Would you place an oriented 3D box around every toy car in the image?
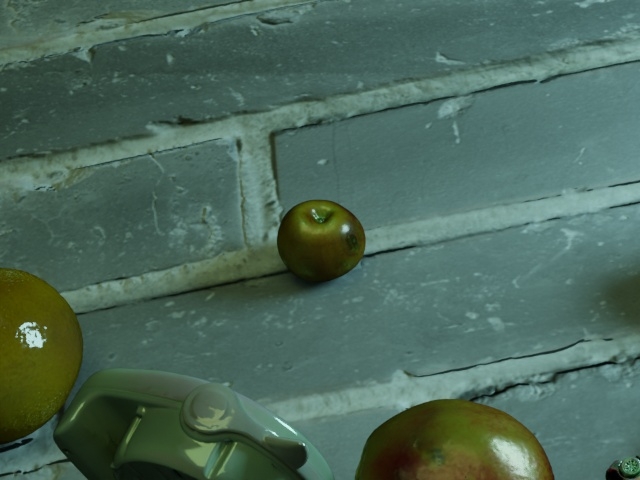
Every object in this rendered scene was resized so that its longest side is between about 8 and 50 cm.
[{"bbox_3d":[0.378,0.295,1.814,0.142,0.069,0.055,32,75,32],"label":"toy car"}]

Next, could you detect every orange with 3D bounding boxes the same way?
[{"bbox_3d":[-0.408,0.143,2.010,0.236,0.236,0.236,-6,50,7],"label":"orange"}]

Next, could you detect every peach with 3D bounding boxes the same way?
[{"bbox_3d":[0.145,0.285,1.776,0.231,0.231,0.231,-6,50,7],"label":"peach"}]

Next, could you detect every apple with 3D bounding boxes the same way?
[{"bbox_3d":[0.000,0.000,2.113,0.114,0.102,0.099,6,51,15],"label":"apple"}]

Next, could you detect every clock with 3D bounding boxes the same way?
[{"bbox_3d":[-0.113,0.257,1.773,0.324,0.265,0.108,0,47,43],"label":"clock"}]
